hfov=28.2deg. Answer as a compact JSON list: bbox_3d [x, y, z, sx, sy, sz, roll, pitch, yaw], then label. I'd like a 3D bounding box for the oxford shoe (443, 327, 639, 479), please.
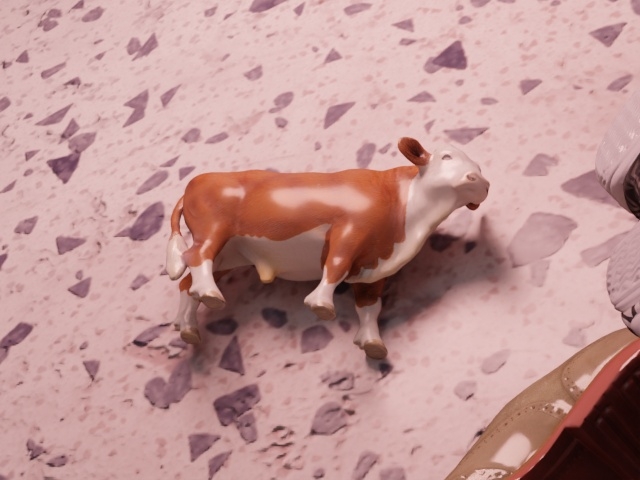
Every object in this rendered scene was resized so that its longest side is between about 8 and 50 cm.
[{"bbox_3d":[0.138,0.193,0.894,0.348,0.123,0.130,-39,11,-3],"label":"oxford shoe"}]

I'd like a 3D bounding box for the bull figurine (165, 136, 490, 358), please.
[{"bbox_3d":[0.000,0.000,1.130,0.310,0.101,0.188,-1,51,26],"label":"bull figurine"}]

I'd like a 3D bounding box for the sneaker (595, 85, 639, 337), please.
[{"bbox_3d":[0.304,0.008,0.838,0.137,0.210,0.366,-54,9,23],"label":"sneaker"}]
